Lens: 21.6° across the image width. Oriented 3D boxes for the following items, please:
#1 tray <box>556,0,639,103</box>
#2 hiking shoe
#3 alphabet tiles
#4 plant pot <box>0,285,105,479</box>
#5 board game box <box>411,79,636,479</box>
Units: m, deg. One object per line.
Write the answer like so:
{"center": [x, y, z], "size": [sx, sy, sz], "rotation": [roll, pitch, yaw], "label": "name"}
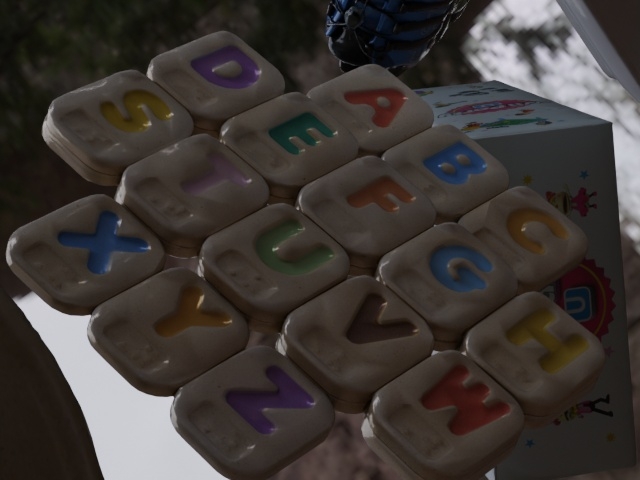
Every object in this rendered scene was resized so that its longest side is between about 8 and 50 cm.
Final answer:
{"center": [0.122, -0.198, 0.911], "size": [0.030, 0.270, 0.145], "rotation": [-21, 29, 35], "label": "tray"}
{"center": [0.062, -0.204, 1.407], "size": [0.132, 0.113, 0.304], "rotation": [-56, -14, -4], "label": "hiking shoe"}
{"center": [0.000, 0.000, 0.826], "size": [0.278, 0.284, 0.021], "rotation": [-28, -29, -42], "label": "alphabet tiles"}
{"center": [-0.276, 0.144, 0.564], "size": [0.334, 0.334, 0.305], "rotation": [-44, -5, 12], "label": "plant pot"}
{"center": [0.120, 0.015, 1.160], "size": [0.098, 0.224, 0.303], "rotation": [-7, 11, -6], "label": "board game box"}
